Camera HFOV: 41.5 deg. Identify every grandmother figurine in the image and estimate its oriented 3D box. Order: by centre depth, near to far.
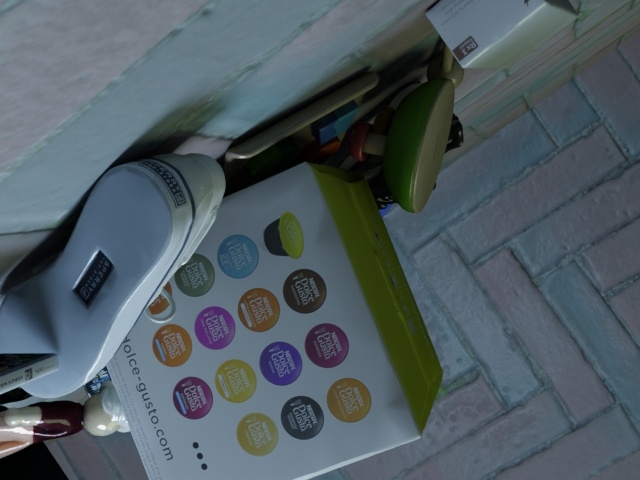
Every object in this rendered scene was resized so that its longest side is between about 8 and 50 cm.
[{"bbox_3d":[-0.461,0.299,1.354,0.342,0.104,0.208,-8,176,-17],"label":"grandmother figurine"}]

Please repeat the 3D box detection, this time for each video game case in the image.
[{"bbox_3d":[-0.387,0.140,0.827,0.190,0.022,0.173,-3,-175,18],"label":"video game case"}]

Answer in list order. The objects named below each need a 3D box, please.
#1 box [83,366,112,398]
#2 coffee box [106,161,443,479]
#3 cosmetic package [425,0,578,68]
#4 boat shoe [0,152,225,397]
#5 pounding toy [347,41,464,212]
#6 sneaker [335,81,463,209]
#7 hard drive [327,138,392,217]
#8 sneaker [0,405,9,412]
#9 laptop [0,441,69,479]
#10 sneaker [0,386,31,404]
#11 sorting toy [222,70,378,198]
[{"bbox_3d":[-0.385,0.238,1.722,0.220,0.051,0.175,-25,156,-17],"label":"box"},{"bbox_3d":[-0.056,0.115,1.124,0.334,0.338,0.338,-23,177,13],"label":"coffee box"},{"bbox_3d":[0.223,-0.270,1.008,0.117,0.085,0.231,-36,173,25],"label":"cosmetic package"},{"bbox_3d":[-0.215,0.031,0.906,0.367,0.136,0.156,-49,170,34],"label":"boat shoe"},{"bbox_3d":[0.110,-0.163,1.135,0.183,0.110,0.237,30,76,-74],"label":"pounding toy"},{"bbox_3d":[0.103,-0.093,1.283,0.107,0.124,0.283,-4,136,-54],"label":"sneaker"},{"bbox_3d":[0.000,0.000,1.436,0.319,0.040,0.210,-53,150,2],"label":"hard drive"},{"bbox_3d":[-0.608,0.331,1.527,0.077,0.072,0.178,-46,178,12],"label":"sneaker"},{"bbox_3d":[-0.619,0.483,1.361,0.382,0.236,0.408,-13,168,-42],"label":"laptop"},{"bbox_3d":[-0.463,0.219,1.368,0.188,0.067,0.078,-33,-178,27],"label":"sneaker"},{"bbox_3d":[-0.073,-0.090,1.061,0.307,0.041,0.229,-32,175,-19],"label":"sorting toy"}]
